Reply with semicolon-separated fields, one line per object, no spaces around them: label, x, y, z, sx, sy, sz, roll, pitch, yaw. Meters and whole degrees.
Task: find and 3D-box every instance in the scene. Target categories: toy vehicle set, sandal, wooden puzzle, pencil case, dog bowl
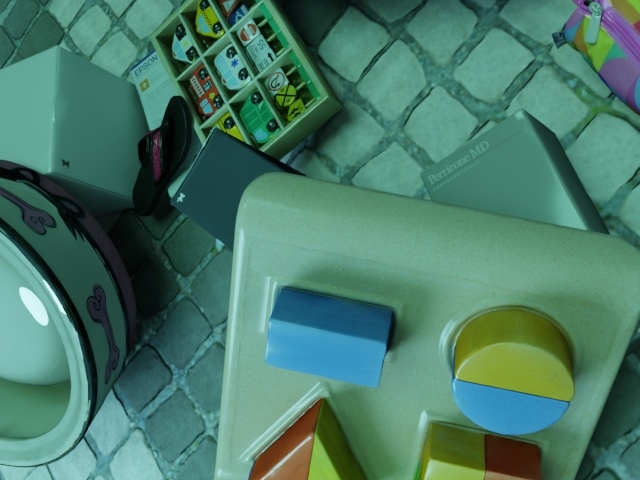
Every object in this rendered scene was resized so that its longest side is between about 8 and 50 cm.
toy vehicle set;-0.099;-0.210;0.983;0.166;0.035;0.266;-39;61;18
sandal;-0.210;-0.102;1.015;0.067;0.040;0.179;56;129;35
wooden puzzle;0.070;0.139;0.676;0.322;0.080;0.347;11;116;5
pencil case;0.316;-0.146;0.728;0.104;0.104;0.236;-42;62;18
dog bowl;-0.412;0.078;1.005;0.408;0.150;0.407;11;121;20

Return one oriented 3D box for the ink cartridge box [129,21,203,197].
ink cartridge box;-0.134;-0.196;1.052;0.223;0.045;0.223;-32;63;22

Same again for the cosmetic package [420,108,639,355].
cosmetic package;0.206;0.010;0.761;0.127;0.107;0.237;-34;67;24

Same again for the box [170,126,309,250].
box;0.000;0.000;0.843;0.261;0.184;0.103;34;99;32

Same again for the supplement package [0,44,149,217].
supplement package;-0.405;-0.123;1.128;0.293;0.175;0.177;-10;73;30
